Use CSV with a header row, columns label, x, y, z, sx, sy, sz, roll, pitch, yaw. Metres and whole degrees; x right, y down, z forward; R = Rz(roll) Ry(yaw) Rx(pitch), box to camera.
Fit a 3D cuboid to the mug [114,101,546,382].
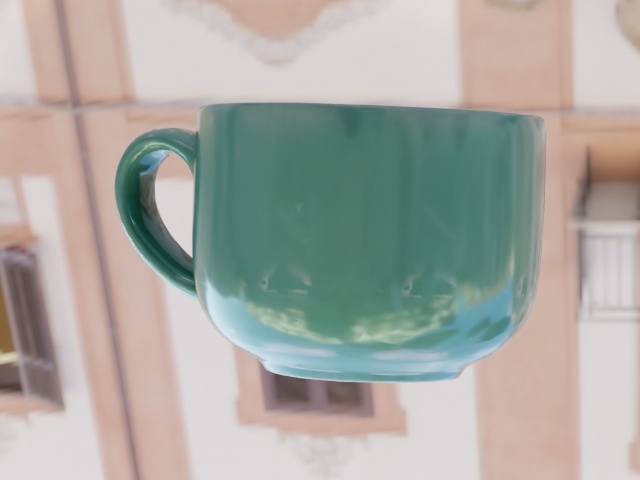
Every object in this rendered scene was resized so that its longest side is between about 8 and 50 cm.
label,x,y,z,sx,sy,sz,roll,pitch,yaw
mug,0.010,0.000,0.678,0.129,0.097,0.157,1,-178,-32
